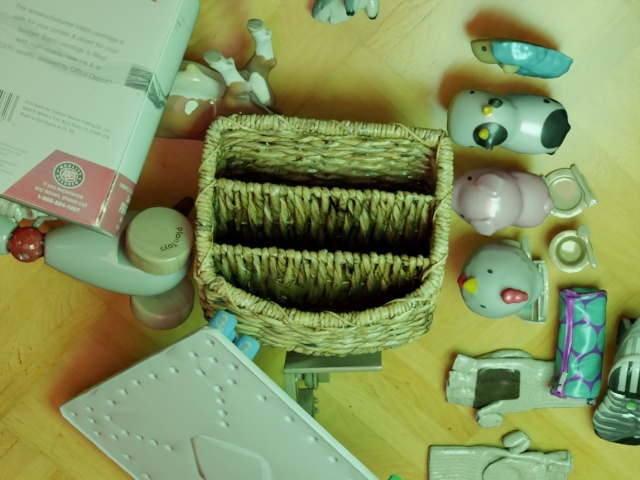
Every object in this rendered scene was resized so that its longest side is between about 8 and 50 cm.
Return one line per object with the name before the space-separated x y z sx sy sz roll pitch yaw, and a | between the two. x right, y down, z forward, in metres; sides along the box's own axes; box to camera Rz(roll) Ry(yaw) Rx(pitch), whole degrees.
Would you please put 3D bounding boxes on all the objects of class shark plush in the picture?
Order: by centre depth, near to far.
shark plush | 0.037 -0.332 1.428 0.067 0.073 0.161 25 119 24

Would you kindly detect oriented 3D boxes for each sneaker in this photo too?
sneaker | 0.423 0.177 1.604 0.086 0.132 0.228 12 148 11

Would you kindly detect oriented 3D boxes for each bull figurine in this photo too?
bull figurine | -0.196 -0.182 1.452 0.311 0.101 0.188 1 144 -7

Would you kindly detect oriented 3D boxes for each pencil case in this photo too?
pencil case | 0.340 0.136 1.582 0.064 0.070 0.151 10 100 45

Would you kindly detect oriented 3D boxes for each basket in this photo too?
basket | 0.000 0.000 1.433 0.299 0.213 0.223 5 146 -1

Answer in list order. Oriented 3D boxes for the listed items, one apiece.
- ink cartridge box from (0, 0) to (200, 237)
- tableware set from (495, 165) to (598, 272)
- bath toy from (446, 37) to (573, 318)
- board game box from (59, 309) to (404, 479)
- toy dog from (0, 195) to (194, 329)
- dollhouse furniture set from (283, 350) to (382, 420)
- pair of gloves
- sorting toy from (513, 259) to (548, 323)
ink cartridge box | -0.272 -0.171 1.292 0.207 0.117 0.283 20 85 4
tableware set | 0.277 -0.015 1.543 0.169 0.020 0.141 -12 91 7
bath toy | 0.223 -0.067 1.457 0.151 0.129 0.348 4 102 0
board game box | -0.105 0.283 1.574 0.390 0.050 0.390 44 138 -15
toy dog | -0.287 -0.025 1.496 0.334 0.161 0.220 29 139 -15
dollhouse furniture set | 0.022 0.204 1.589 0.123 0.144 0.151 -3 110 3
pair of gloves | 0.261 0.265 1.664 0.204 0.042 0.240 8 112 -2
sorting toy | 0.262 0.066 1.586 0.075 0.045 0.083 1 92 17
